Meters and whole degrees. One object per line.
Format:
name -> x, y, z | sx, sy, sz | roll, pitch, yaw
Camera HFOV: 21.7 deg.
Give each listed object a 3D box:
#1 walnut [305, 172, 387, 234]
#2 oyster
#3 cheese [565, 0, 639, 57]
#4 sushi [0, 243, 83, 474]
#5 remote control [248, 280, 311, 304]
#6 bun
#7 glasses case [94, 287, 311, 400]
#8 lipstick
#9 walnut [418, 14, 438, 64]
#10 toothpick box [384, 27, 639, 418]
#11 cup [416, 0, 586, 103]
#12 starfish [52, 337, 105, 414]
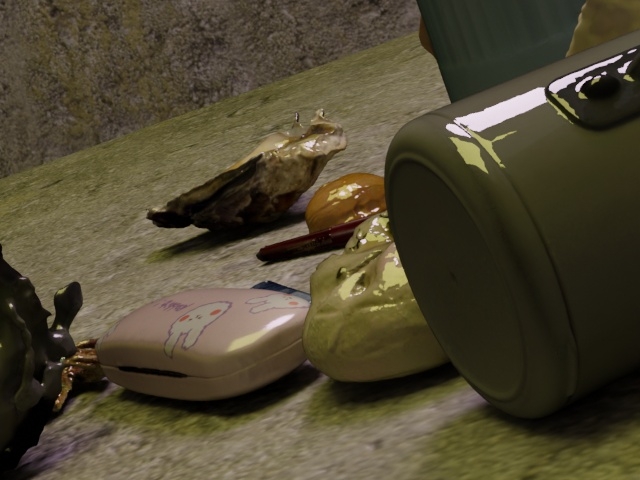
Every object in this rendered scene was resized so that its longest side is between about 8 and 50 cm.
walnut -> 0.032, -0.048, 1.923 | 0.121, 0.052, 0.091 | -26, 15, -12
oyster -> -0.090, -0.068, 2.137 | 0.275, 0.100, 0.271 | -34, 9, 1
cheese -> 0.325, -0.116, 1.488 | 0.173, 0.251, 0.248 | -47, -12, -38
sushi -> -0.401, 0.100, 1.436 | 0.294, 0.299, 0.281 | -12, 42, 52
remote control -> -0.038, 0.061, 1.605 | 0.043, 0.027, 0.152 | -21, 12, -18
bun -> 0.088, 0.024, 1.305 | 0.210, 0.116, 0.237 | -13, 15, 36
glasses case -> -0.103, 0.089, 1.458 | 0.113, 0.075, 0.297 | -29, 13, -28
lipstick -> 0.000, 0.000, 1.828 | 0.176, 0.027, 0.027 | -15, 13, 39
walnut -> 0.281, -0.309, 2.119 | 0.333, 0.333, 0.333 | -21, 11, 4
toothpick box -> 0.220, -0.044, 1.095 | 0.316, 0.229, 0.229 | -24, 11, -15
cup -> 0.254, -0.256, 1.817 | 0.257, 0.311, 0.331 | -27, 12, -22
starfish -> -0.256, 0.135, 1.651 | 0.150, 0.053, 0.209 | -12, 3, -22
